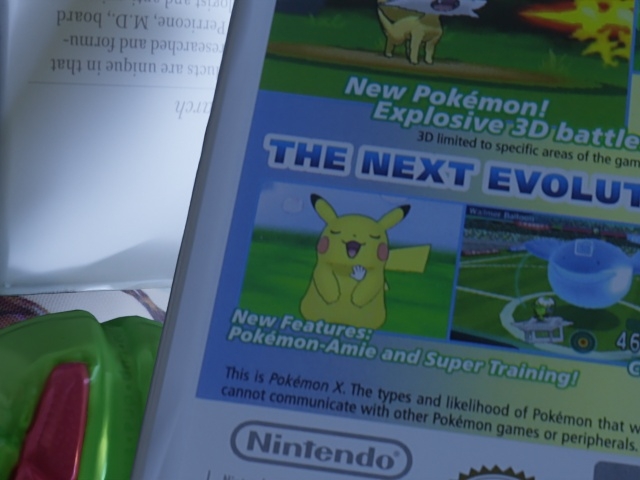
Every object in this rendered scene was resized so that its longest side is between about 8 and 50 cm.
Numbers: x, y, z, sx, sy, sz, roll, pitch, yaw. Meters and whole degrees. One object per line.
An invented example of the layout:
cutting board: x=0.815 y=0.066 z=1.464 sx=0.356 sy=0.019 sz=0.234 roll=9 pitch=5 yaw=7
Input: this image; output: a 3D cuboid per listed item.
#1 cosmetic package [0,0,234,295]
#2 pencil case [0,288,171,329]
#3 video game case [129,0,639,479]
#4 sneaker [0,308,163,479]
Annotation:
cosmetic package: x=-0.086 y=-0.083 z=0.647 sx=0.151 sy=0.151 sz=0.183 roll=-3 pitch=100 yaw=-38
pencil case: x=-0.107 y=0.008 z=0.903 sx=0.184 sy=0.410 sz=0.160 roll=-4 pitch=137 yaw=23
video game case: x=0.121 y=0.050 z=0.452 sx=0.329 sy=0.300 sz=0.036 roll=7 pitch=151 yaw=5
sneaker: x=-0.096 y=0.266 z=0.561 sx=0.185 sy=0.482 sz=0.202 roll=14 pitch=170 yaw=-20
